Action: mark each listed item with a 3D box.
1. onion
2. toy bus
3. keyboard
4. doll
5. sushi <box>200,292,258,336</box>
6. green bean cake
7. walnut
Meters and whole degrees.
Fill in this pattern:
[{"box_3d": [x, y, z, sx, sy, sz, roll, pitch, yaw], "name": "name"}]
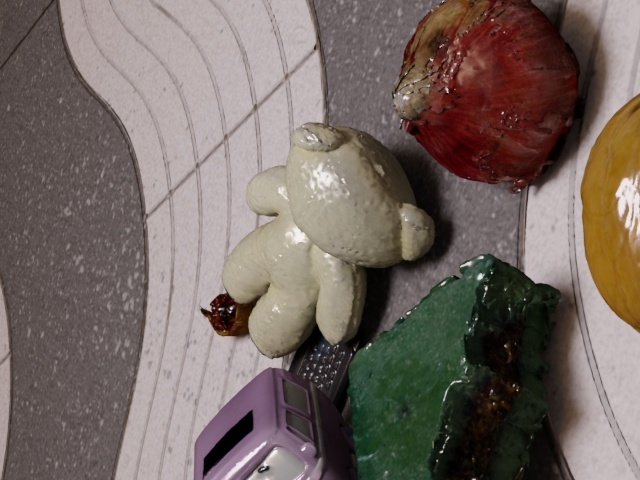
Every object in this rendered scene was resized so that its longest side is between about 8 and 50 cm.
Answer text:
[{"box_3d": [0.132, -0.128, 1.401, 0.184, 0.147, 0.184, 31, 130, 46], "name": "onion"}, {"box_3d": [-0.036, 0.225, 1.478, 0.142, 0.142, 0.202, -44, 16, 10], "name": "toy bus"}, {"box_3d": [-0.024, 0.191, 1.648, 0.106, 0.016, 0.262, 40, 113, 54], "name": "keyboard"}, {"box_3d": [-0.002, -0.004, 1.595, 0.278, 0.175, 0.149, -47, 6, 41], "name": "doll"}, {"box_3d": [-0.099, 0.080, 1.771, 0.099, 0.047, 0.050, -34, 56, 49], "name": "sushi"}, {"box_3d": [0.121, 0.143, 1.331, 0.193, 0.107, 0.208, -39, 35, 33], "name": "green bean cake"}, {"box_3d": [0.257, -0.028, 1.234, 0.167, 0.087, 0.211, -11, 71, 51], "name": "walnut"}]
